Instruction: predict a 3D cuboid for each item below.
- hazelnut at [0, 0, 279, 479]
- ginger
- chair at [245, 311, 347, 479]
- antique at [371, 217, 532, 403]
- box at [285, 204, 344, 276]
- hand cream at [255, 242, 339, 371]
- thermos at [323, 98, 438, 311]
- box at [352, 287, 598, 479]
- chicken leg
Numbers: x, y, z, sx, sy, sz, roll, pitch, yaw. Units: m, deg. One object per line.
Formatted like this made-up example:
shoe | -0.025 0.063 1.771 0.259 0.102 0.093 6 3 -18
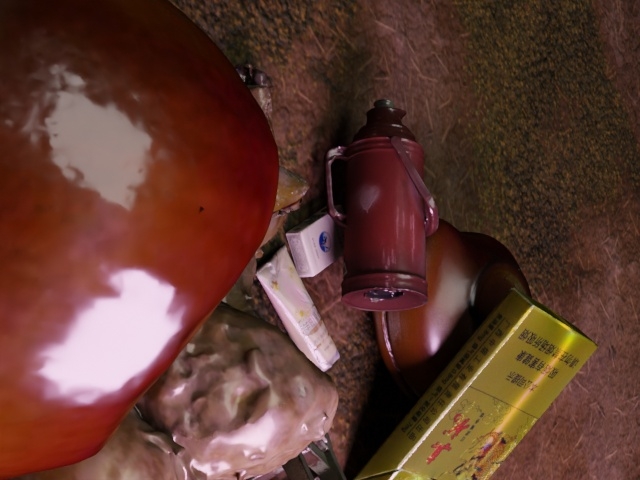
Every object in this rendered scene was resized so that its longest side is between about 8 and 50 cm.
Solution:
hazelnut | -0.218 -0.021 0.748 0.366 0.365 0.366 5 83 -52
ginger | -0.152 0.141 0.956 0.256 0.176 0.375 40 59 8
chair | -0.070 0.209 1.132 0.136 0.147 0.270 50 7 -40
antique | 0.167 0.092 1.421 0.278 0.129 0.223 58 46 -34
box | 0.000 0.000 1.300 0.083 0.024 0.054 -35 116 -48
hand cream | -0.022 0.076 1.260 0.061 0.039 0.143 -46 118 -43
thermos | 0.065 -0.046 1.297 0.124 0.099 0.232 3 73 -9
box | 0.171 0.206 1.346 0.311 0.043 0.173 -51 138 8
chicken leg | -0.066 -0.075 1.180 0.125 0.080 0.196 48 47 -38
